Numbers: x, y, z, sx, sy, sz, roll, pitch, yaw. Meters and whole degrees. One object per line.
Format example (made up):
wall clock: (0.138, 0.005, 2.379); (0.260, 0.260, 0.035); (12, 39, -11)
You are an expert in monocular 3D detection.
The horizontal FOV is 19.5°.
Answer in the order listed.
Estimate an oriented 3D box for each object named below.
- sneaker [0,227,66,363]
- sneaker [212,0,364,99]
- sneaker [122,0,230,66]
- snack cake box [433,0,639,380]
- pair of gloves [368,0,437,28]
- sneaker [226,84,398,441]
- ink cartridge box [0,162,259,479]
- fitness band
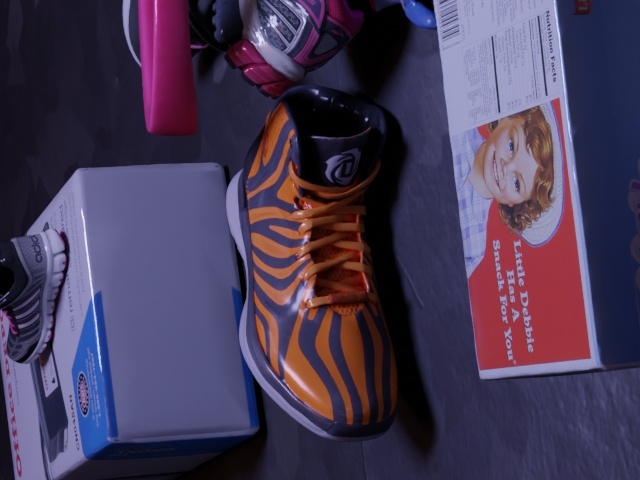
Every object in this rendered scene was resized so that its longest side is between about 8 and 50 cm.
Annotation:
sneaker: (-0.311, 0.058, 1.907); (0.063, 0.074, 0.170); (-115, 34, -42)
sneaker: (-0.021, -0.256, 1.605); (0.112, 0.121, 0.299); (-29, 49, 26)
sneaker: (-0.115, -0.219, 1.803); (0.296, 0.104, 0.147); (126, 140, -49)
snack cake box: (0.152, -0.052, 1.133); (0.152, 0.089, 0.264); (165, 100, -65)
pair of gloves: (0.072, -0.266, 1.481); (0.159, 0.023, 0.198); (-171, 78, -65)
sneaker: (0.000, 0.000, 1.549); (0.180, 0.124, 0.321); (112, 146, -45)
ink cartridge box: (-0.222, 0.113, 2.010); (0.395, 0.166, 0.286); (142, 122, -62)
fitness band: (-0.130, -0.225, 1.607); (0.209, 0.054, 0.291); (103, 165, -49)
